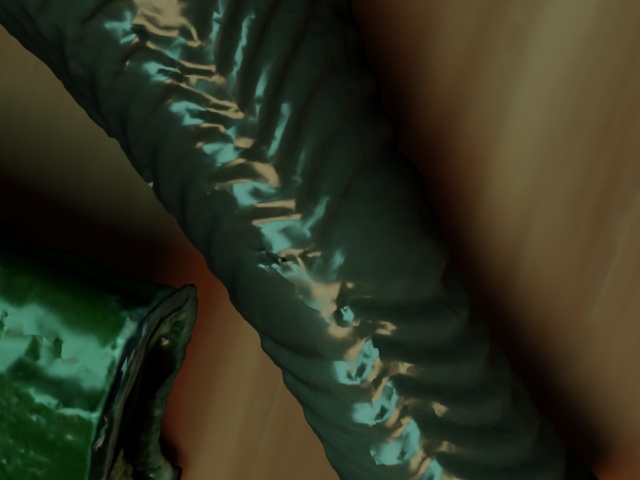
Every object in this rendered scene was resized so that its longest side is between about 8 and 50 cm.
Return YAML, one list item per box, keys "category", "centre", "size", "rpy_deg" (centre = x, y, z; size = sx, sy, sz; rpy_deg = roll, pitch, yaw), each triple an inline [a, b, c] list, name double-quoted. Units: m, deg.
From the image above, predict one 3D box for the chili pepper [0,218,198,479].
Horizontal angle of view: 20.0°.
- category: "chili pepper"
  centre: [-0.174, 0.019, 0.596]
  size: [0.270, 0.099, 0.136]
  rpy_deg: [26, 147, 14]

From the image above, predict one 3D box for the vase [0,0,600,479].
- category: "vase"
  centre: [0.000, 0.000, 0.510]
  size: [0.115, 0.115, 0.237]
  rpy_deg: [-21, 104, 30]
